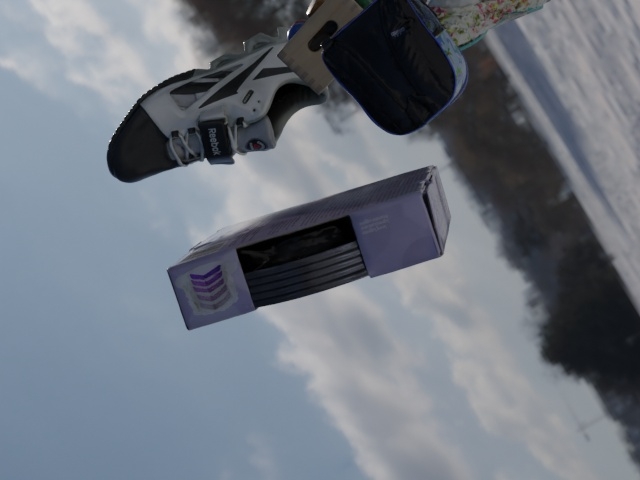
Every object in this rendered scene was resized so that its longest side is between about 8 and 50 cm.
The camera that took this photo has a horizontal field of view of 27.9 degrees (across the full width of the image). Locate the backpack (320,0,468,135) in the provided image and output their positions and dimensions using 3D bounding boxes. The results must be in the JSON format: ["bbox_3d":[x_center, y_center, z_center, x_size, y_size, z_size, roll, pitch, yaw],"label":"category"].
[{"bbox_3d":[0.075,-0.160,1.161,0.114,0.105,0.084,53,-154,-1],"label":"backpack"}]

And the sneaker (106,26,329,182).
[{"bbox_3d":[-0.137,-0.165,1.783,0.146,0.330,0.122,50,168,33],"label":"sneaker"}]

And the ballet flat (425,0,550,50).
[{"bbox_3d":[0.165,-0.262,1.388,0.241,0.091,0.077,-33,-58,-45],"label":"ballet flat"}]

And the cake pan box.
[{"bbox_3d":[0.000,0.000,1.238,0.267,0.245,0.070,-54,-55,-80],"label":"cake pan box"}]

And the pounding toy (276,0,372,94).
[{"bbox_3d":[0.011,-0.270,1.585,0.100,0.141,0.130,42,-170,-7],"label":"pounding toy"}]
